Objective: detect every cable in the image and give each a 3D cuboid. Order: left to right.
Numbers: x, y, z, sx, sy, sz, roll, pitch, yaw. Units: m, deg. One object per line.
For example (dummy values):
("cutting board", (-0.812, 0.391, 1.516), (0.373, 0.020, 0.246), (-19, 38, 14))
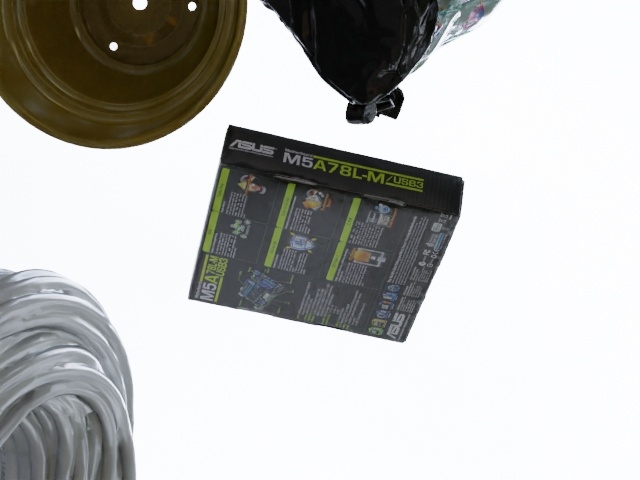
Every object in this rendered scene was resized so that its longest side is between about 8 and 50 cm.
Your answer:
("cable", (-0.183, 0.133, 0.888), (0.089, 0.257, 0.257), (17, -64, 21))

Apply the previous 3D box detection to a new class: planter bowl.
("planter bowl", (-0.147, -0.179, 1.339), (0.217, 0.090, 0.217), (2, -83, 13))

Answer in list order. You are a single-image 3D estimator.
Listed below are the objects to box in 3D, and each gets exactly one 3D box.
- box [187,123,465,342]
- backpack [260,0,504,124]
("box", (0.000, 0.000, 1.383), (0.184, 0.190, 0.045), (13, -126, -3))
("backpack", (0.049, -0.162, 0.978), (0.115, 0.182, 0.152), (-37, -93, 43))
